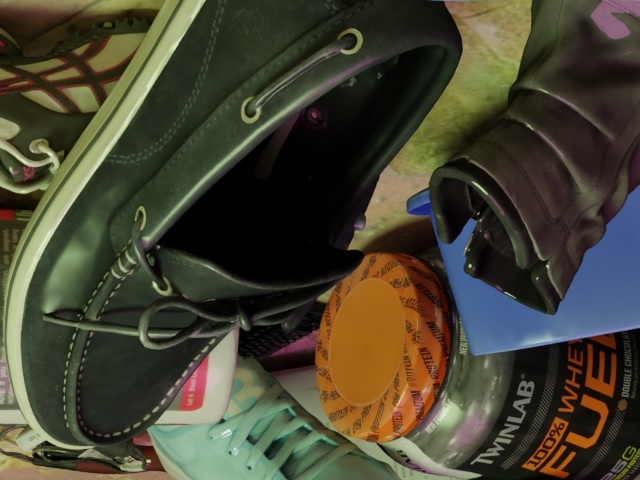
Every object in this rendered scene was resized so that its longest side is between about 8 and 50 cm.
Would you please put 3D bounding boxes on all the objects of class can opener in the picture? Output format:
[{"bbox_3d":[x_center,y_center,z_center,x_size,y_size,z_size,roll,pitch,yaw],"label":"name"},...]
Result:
[{"bbox_3d":[0.000,0.000,1.197,0.059,0.186,0.073,6,133,18],"label":"can opener"}]

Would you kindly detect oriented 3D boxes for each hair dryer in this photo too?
[{"bbox_3d":[-0.194,0.234,1.764,0.293,0.080,0.224,24,157,-35],"label":"hair dryer"}]

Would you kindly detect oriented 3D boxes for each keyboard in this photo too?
[{"bbox_3d":[-0.075,0.096,1.535,0.108,0.023,0.180,18,144,-38],"label":"keyboard"}]

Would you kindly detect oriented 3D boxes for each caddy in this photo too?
[{"bbox_3d":[0.238,-0.024,1.184,0.341,0.179,0.241,-12,175,12],"label":"caddy"}]

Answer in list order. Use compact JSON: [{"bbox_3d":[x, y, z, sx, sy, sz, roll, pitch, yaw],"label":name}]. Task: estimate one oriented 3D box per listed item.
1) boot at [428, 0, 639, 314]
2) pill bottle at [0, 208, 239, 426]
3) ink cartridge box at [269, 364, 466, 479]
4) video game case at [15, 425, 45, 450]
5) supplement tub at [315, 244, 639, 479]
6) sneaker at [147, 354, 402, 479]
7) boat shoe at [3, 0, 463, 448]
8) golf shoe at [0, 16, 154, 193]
[{"bbox_3d":[0.143,-0.108,0.895,0.118,0.222,0.338,27,158,39],"label":"boot"},{"bbox_3d":[-0.235,0.062,1.269,0.319,0.176,0.176,2,153,-13],"label":"pill bottle"},{"bbox_3d":[0.043,0.241,1.609,0.306,0.226,0.131,-9,163,11],"label":"ink cartridge box"},{"bbox_3d":[-0.198,0.122,1.446,0.143,0.157,0.019,-30,104,41],"label":"video game case"},{"bbox_3d":[0.179,0.119,1.416,0.338,0.207,0.207,12,149,-30],"label":"supplement tub"},{"bbox_3d":[-0.066,0.180,1.408,0.366,0.135,0.150,16,139,48],"label":"sneaker"},{"bbox_3d":[-0.068,-0.008,1.019,0.187,0.156,0.500,-9,143,-44],"label":"boat shoe"},{"bbox_3d":[-0.170,-0.083,1.058,0.273,0.120,0.105,1,151,-14],"label":"golf shoe"}]
